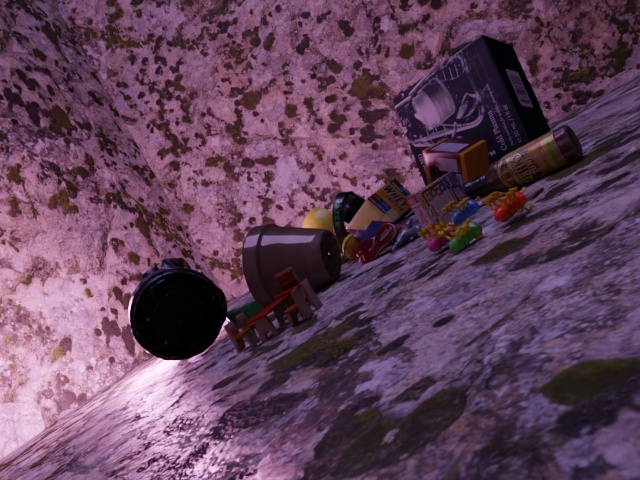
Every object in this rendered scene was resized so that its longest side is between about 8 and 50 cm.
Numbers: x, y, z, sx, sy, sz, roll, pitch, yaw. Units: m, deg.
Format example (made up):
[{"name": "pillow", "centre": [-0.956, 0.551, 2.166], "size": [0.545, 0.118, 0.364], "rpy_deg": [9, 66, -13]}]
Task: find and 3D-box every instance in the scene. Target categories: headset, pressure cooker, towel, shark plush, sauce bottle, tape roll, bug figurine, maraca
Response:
[{"name": "headset", "centre": [0.178, -0.076, 2.181], "size": [0.185, 0.243, 0.394], "rpy_deg": [-4, -13, 25]}, {"name": "pressure cooker", "centre": [-0.609, 0.285, 2.044], "size": [0.370, 0.375, 0.420], "rpy_deg": [-50, 15, -18]}, {"name": "towel", "centre": [0.518, -0.109, 1.239], "size": [0.060, 0.009, 0.083], "rpy_deg": [-32, 3, -32]}, {"name": "shark plush", "centre": [0.293, -0.016, 1.651], "size": [0.161, 0.073, 0.067], "rpy_deg": [-26, 30, -27]}, {"name": "sauce bottle", "centre": [0.588, -0.212, 1.463], "size": [0.344, 0.111, 0.111], "rpy_deg": [-31, 1, 39]}, {"name": "tape roll", "centre": [-0.257, 0.270, 2.117], "size": [0.321, 0.077, 0.321], "rpy_deg": [-30, 1, 1]}, {"name": "bug figurine", "centre": [0.354, -0.047, 1.159], "size": [0.216, 0.072, 0.279], "rpy_deg": [-37, 8, -11]}, {"name": "maraca", "centre": [0.165, 0.011, 2.022], "size": [0.185, 0.127, 0.099], "rpy_deg": [-25, 39, -31]}]

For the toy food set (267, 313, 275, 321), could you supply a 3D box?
[{"name": "toy food set", "centre": [-0.193, 0.282, 1.706], "size": [0.122, 0.019, 0.078], "rpy_deg": [-18, 10, 44]}]

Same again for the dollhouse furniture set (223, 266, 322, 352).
[{"name": "dollhouse furniture set", "centre": [-0.132, 0.186, 1.459], "size": [0.262, 0.135, 0.259], "rpy_deg": [-29, 2, 23]}]

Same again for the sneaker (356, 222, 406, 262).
[{"name": "sneaker", "centre": [0.233, 0.015, 1.764], "size": [0.128, 0.087, 0.221], "rpy_deg": [0, -26, -36]}]

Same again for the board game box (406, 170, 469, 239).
[{"name": "board game box", "centre": [0.364, -0.106, 1.468], "size": [0.193, 0.147, 0.045], "rpy_deg": [-31, 2, -34]}]

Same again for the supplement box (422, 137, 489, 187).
[{"name": "supplement box", "centre": [0.504, -0.262, 1.811], "size": [0.129, 0.191, 0.194], "rpy_deg": [-31, 29, -27]}]

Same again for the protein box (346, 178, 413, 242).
[{"name": "protein box", "centre": [0.244, -0.102, 1.939], "size": [0.201, 0.136, 0.200], "rpy_deg": [-37, -13, -41]}]

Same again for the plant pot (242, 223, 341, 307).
[{"name": "plant pot", "centre": [-0.087, 0.076, 1.813], "size": [0.280, 0.323, 0.323], "rpy_deg": [-12, 9, 25]}]

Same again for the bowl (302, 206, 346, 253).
[{"name": "bowl", "centre": [0.000, 0.000, 2.348], "size": [0.156, 0.289, 0.289], "rpy_deg": [-39, 5, -25]}]

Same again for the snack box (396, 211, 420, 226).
[{"name": "snack box", "centre": [0.451, -0.126, 1.966], "size": [0.187, 0.060, 0.322], "rpy_deg": [-28, 2, 37]}]

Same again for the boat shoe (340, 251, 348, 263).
[{"name": "boat shoe", "centre": [0.108, 0.070, 2.195], "size": [0.135, 0.050, 0.045], "rpy_deg": [-31, -3, -19]}]

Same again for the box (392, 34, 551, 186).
[{"name": "box", "centre": [0.633, -0.502, 2.070], "size": [0.297, 0.480, 0.471], "rpy_deg": [-10, -14, -44]}]
